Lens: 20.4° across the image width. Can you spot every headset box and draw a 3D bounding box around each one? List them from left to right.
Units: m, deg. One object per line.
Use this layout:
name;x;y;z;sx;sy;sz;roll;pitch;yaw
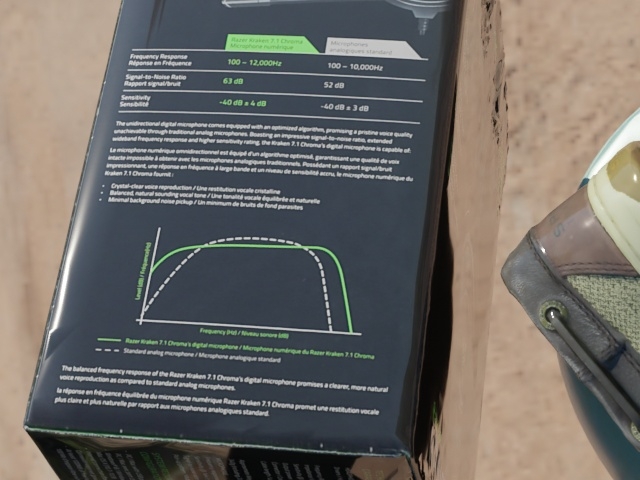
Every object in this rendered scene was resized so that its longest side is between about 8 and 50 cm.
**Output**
headset box;0.000;0.000;0.721;0.246;0.131;0.283;76;-160;-59

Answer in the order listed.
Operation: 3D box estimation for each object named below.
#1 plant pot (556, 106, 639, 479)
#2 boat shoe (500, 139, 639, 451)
plant pot;0.249;0.039;0.867;0.293;0.235;0.293;-15;61;29
boat shoe;0.140;0.075;0.549;0.073;0.080;0.223;-37;87;27
